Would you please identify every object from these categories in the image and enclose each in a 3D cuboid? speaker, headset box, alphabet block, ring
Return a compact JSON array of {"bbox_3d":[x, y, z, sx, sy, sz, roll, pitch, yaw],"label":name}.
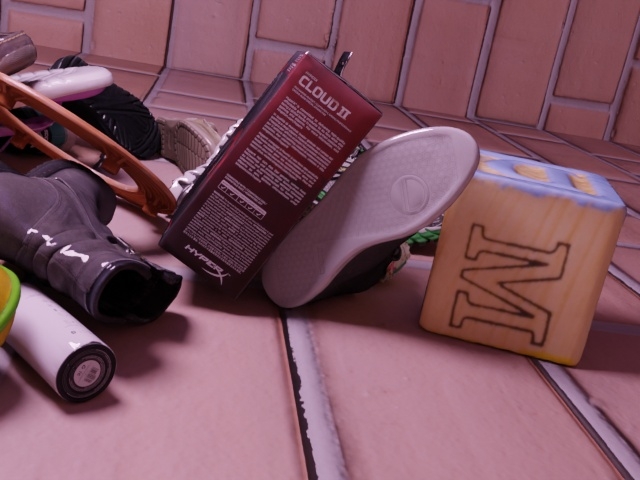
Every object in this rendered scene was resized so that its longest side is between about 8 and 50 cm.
[{"bbox_3d":[-0.234,0.084,0.684,0.055,0.055,0.136,-7,25,-44],"label":"speaker"},{"bbox_3d":[-0.052,-0.100,0.936,0.110,0.293,0.218,37,9,-12],"label":"headset box"},{"bbox_3d":[0.239,0.010,0.966,0.193,0.197,0.192,14,17,9],"label":"alphabet block"},{"bbox_3d":[-0.340,-0.121,1.046,0.336,0.032,0.336,28,-14,8],"label":"ring"}]

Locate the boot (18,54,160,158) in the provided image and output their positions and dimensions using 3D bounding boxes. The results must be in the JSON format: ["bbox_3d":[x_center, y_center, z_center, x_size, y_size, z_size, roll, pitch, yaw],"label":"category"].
[{"bbox_3d":[-0.442,-0.234,1.476,0.207,0.094,0.246,-5,-36,44],"label":"boot"}]

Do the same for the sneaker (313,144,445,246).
[{"bbox_3d":[0.068,-0.082,1.242,0.343,0.147,0.134,12,17,2],"label":"sneaker"}]

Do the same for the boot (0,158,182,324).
[{"bbox_3d":[-0.244,0.011,0.848,0.222,0.118,0.338,31,7,6],"label":"boot"}]

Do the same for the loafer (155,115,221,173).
[{"bbox_3d":[-0.225,-0.179,1.451,0.092,0.102,0.268,-7,23,-30],"label":"loafer"}]

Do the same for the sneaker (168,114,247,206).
[{"bbox_3d":[-0.124,-0.100,1.188,0.106,0.078,0.234,31,61,21],"label":"sneaker"}]

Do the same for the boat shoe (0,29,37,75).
[{"bbox_3d":[-0.574,-0.277,1.157,0.355,0.130,0.132,-2,28,26],"label":"boat shoe"}]

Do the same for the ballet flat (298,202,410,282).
[{"bbox_3d":[0.000,0.000,1.060,0.240,0.091,0.077,11,39,14],"label":"ballet flat"}]

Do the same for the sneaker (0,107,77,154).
[{"bbox_3d":[-0.575,-0.223,1.367,0.302,0.108,0.121,18,14,19],"label":"sneaker"}]

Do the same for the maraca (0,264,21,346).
[{"bbox_3d":[-0.314,0.076,0.606,0.127,0.099,0.186,10,40,27],"label":"maraca"}]

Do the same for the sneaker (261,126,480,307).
[{"bbox_3d":[0.073,-0.029,0.917,0.105,0.295,0.146,58,26,14],"label":"sneaker"}]

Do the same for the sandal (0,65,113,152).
[{"bbox_3d":[-0.517,-0.187,1.223,0.415,0.102,0.169,-12,24,-2],"label":"sandal"}]
